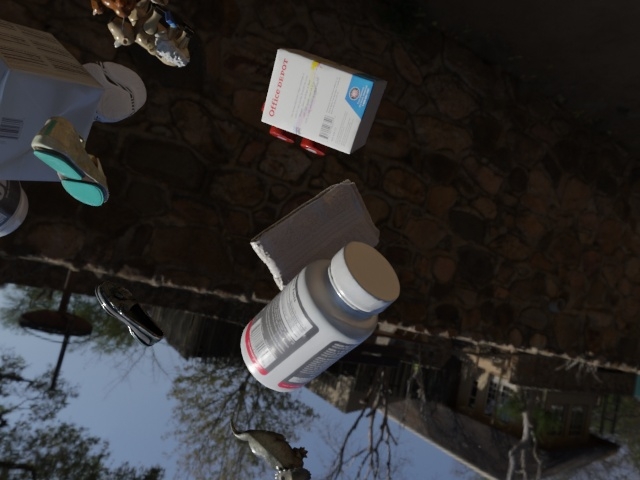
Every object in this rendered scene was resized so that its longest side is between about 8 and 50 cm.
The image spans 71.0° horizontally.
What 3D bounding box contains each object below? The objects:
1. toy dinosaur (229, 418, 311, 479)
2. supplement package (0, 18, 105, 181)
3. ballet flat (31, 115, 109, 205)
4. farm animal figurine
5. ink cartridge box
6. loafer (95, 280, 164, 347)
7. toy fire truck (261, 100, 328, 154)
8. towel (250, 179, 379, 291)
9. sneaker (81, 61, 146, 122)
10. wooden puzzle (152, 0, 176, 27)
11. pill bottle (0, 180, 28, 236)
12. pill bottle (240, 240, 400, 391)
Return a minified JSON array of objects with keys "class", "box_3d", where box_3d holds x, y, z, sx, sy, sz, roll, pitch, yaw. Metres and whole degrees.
[{"class":"toy dinosaur","box_3d":[-0.120,0.557,1.184,0.313,0.121,0.160,42,163,25]},{"class":"supplement package","box_3d":[-0.509,-0.237,0.757,0.203,0.194,0.149,43,-155,22]},{"class":"ballet flat","box_3d":[-0.291,-0.092,0.546,0.057,0.052,0.168,13,162,-8]},{"class":"farm animal figurine","box_3d":[-0.540,-0.645,1.360,0.327,0.172,0.330,32,-160,-23]},{"class":"ink cartridge box","box_3d":[0.011,-0.336,1.071,0.233,0.171,0.168,24,-155,9]},{"class":"loafer","box_3d":[-0.607,0.228,1.455,0.084,0.096,0.267,-25,110,31]},{"class":"toy fire truck","box_3d":[-0.084,-0.444,1.706,0.302,0.169,0.254,19,-176,-22]},{"class":"towel","box_3d":[0.000,0.000,1.039,0.187,0.282,0.049,60,163,-21]},{"class":"sneaker","box_3d":[-0.615,-0.330,1.066,0.210,0.137,0.366,7,-150,36]},{"class":"wooden puzzle","box_3d":[-0.205,-0.317,0.532,0.014,0.116,0.078,-17,-159,1]},{"class":"pill bottle","box_3d":[-0.805,-0.121,0.995,0.204,0.204,0.361,14,166,-14]},{"class":"pill bottle","box_3d":[-0.002,0.147,0.866,0.176,0.176,0.318,16,132,-37]}]
